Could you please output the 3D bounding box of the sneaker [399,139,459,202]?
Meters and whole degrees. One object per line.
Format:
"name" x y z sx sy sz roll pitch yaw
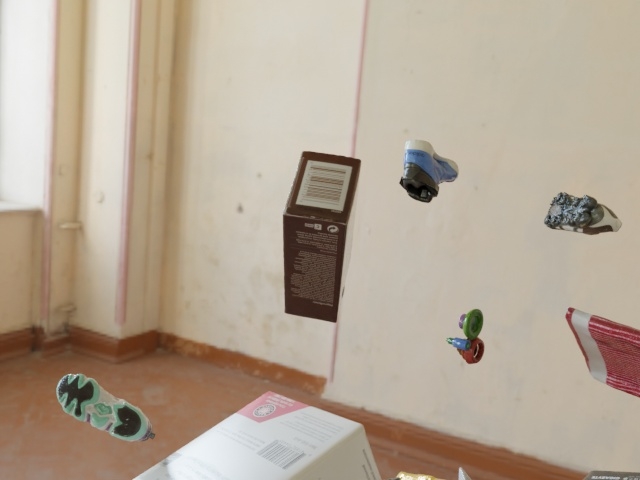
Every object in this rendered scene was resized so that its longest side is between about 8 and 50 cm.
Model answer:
"sneaker" 0.172 -0.096 1.147 0.058 0.084 0.152 6 -10 31

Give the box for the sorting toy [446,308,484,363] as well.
"sorting toy" 0.239 0.159 1.200 0.042 0.102 0.061 12 29 43

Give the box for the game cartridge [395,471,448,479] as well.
"game cartridge" 0.330 0.605 1.515 0.052 0.285 0.324 -46 11 -25

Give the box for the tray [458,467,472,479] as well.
"tray" 0.226 0.406 0.891 0.030 0.145 0.270 -37 11 8

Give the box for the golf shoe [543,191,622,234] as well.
"golf shoe" 0.491 -0.041 1.367 0.094 0.077 0.198 23 6 -6

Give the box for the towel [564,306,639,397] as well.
"towel" 0.523 0.205 1.029 0.329 0.037 0.237 20 -19 38

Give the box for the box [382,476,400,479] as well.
"box" 0.037 0.429 1.020 0.175 0.051 0.220 -13 14 7

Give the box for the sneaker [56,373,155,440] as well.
"sneaker" -0.199 0.163 0.684 0.098 0.038 0.069 29 -18 17

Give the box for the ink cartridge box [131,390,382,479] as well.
"ink cartridge box" -0.076 0.230 0.601 0.218 0.092 0.159 -26 15 -31

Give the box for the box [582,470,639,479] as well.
"box" 0.471 0.440 1.062 0.293 0.073 0.296 -23 4 -42

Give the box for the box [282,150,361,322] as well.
"box" 0.000 0.000 1.627 0.143 0.381 0.191 9 52 6
